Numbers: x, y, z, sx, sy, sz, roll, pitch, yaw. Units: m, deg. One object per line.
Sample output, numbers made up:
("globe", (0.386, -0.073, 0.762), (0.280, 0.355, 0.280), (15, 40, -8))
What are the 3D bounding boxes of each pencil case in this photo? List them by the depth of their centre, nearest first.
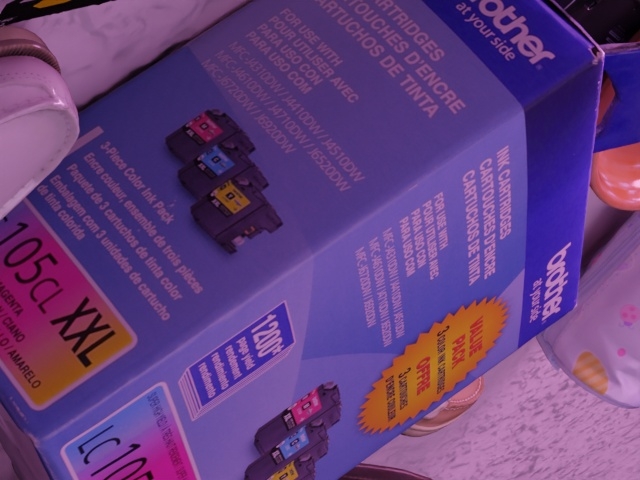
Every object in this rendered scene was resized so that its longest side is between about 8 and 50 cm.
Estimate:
("pencil case", (0.282, 0.004, 1.416), (0.124, 0.113, 0.273), (5, 129, -43))

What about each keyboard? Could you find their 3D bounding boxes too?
("keyboard", (0.187, -0.136, 1.176), (0.108, 0.023, 0.180), (-41, 156, 14))

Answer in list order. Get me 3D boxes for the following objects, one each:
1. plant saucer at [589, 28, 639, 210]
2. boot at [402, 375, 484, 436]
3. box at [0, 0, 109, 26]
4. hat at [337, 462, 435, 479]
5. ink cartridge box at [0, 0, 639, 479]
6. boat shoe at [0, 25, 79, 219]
("plant saucer", (0.251, -0.104, 1.220), (0.200, 0.037, 0.200), (-25, 146, -18))
("boot", (0.094, 0.061, 1.250), (0.165, 0.077, 0.213), (-35, 155, 25))
("box", (-0.059, -0.144, 0.625), (0.322, 0.079, 0.257), (-20, -178, -38))
("hat", (-0.052, 0.238, 1.302), (0.331, 0.134, 0.331), (-17, 132, -20))
("ink cartridge box", (0.000, 0.000, 0.992), (0.395, 0.151, 0.270), (-36, 154, -15))
("boat shoe", (-0.218, 0.032, 0.787), (0.302, 0.103, 0.113), (-38, 154, -7))
